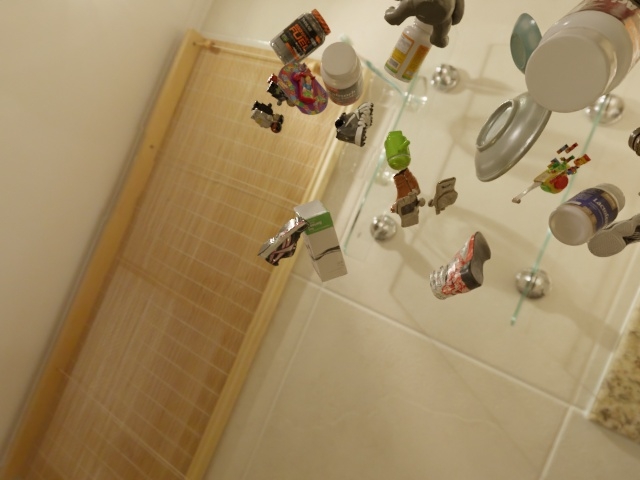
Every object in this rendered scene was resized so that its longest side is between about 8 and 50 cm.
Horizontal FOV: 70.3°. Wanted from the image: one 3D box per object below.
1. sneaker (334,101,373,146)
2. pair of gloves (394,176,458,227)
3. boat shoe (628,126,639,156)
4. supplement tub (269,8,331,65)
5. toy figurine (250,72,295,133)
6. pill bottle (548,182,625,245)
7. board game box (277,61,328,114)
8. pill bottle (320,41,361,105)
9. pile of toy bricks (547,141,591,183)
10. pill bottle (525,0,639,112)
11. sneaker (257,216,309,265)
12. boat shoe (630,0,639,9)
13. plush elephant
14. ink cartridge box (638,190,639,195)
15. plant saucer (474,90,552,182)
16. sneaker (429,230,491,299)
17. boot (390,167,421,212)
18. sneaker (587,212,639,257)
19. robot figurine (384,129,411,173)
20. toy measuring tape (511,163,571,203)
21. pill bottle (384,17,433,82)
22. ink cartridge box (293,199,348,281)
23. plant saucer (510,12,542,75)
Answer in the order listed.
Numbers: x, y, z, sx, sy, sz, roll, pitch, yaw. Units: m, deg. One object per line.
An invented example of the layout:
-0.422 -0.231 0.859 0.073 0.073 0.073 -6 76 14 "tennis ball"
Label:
0.099 -0.360 1.362 0.234 0.106 0.078 -70 -14 -47 "sneaker"
0.395 -0.145 1.706 0.240 0.042 0.204 -22 -33 8 "pair of gloves"
1.026 -0.271 1.237 0.104 0.307 0.111 -83 -22 -54 "boat shoe"
-0.066 -0.673 1.518 0.190 0.117 0.117 -37 -25 10 "supplement tub"
-0.181 -0.559 1.881 0.213 0.148 0.210 -53 23 21 "toy figurine"
0.954 -0.100 1.620 0.264 0.153 0.153 -28 -43 -25 "pill bottle"
-0.042 -0.445 1.311 0.133 0.169 0.033 -48 11 -33 "board game box"
0.112 -0.856 2.350 0.363 0.210 0.210 29 -96 -80 "pill bottle"
0.963 -0.299 1.824 0.105 0.118 0.212 -38 -5 -9 "pile of toy bricks"
0.701 -0.498 1.172 0.392 0.224 0.224 -41 -36 -31 "pill bottle"
-0.094 0.006 1.308 0.178 0.077 0.072 -38 22 20 "sneaker"
0.603 -0.518 0.851 0.091 0.305 0.109 -48 -1 -22 "boat shoe"
0.410 -0.910 1.611 0.330 0.271 0.256 124 167 -79 "plush elephant"
0.819 -0.153 0.880 0.283 0.207 0.117 -56 -22 15 "ink cartridge box"
0.692 -0.414 1.712 0.401 0.100 0.400 -58 8 13 "plant saucer"
0.389 0.069 1.285 0.090 0.145 0.270 54 -144 -9 "sneaker"
0.376 -0.238 2.149 0.197 0.073 0.152 -44 -58 -13 "boot"
1.285 -0.052 1.885 0.137 0.365 0.210 64 -159 -2 "sneaker"
0.216 -0.248 1.275 0.101 0.067 0.115 114 149 -74 "robot figurine"
1.003 -0.232 2.042 0.330 0.121 0.121 -36 -34 -9 "toy measuring tape"
0.380 -0.797 1.886 0.136 0.136 0.246 -28 -25 -52 "pill bottle"
0.000 0.000 1.437 0.092 0.160 0.220 -20 -69 -6 "ink cartridge box"
0.603 -0.568 1.351 0.195 0.037 0.195 -17 -90 -84 "plant saucer"
